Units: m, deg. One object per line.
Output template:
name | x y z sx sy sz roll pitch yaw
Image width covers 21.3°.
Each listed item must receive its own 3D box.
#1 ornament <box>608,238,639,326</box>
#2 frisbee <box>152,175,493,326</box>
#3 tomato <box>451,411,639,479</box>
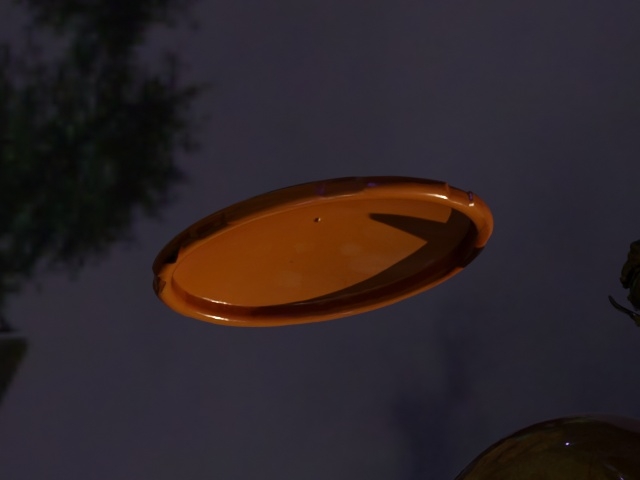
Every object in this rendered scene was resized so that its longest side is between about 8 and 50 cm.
ornament | 0.251 0.063 1.099 0.196 0.166 0.153 26 -86 60
frisbee | 0.000 0.000 0.947 0.192 0.192 0.035 -41 -127 52
tomato | 0.200 0.257 1.208 0.222 0.270 0.270 153 -66 -75
